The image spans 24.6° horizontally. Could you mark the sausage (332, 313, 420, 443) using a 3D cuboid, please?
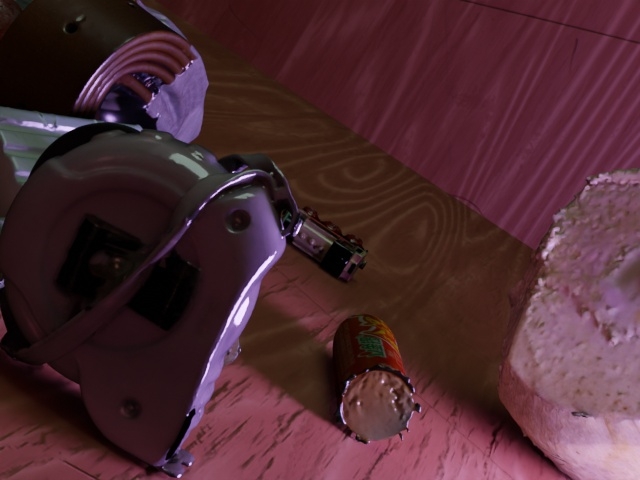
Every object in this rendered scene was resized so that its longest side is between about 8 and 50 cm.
[{"bbox_3d":[0.047,0.130,1.508,0.083,0.083,0.264,31,9,-9],"label":"sausage"}]

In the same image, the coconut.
[{"bbox_3d":[0.427,0.142,1.734,0.404,0.405,0.404,31,11,-7],"label":"coconut"}]

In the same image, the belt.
[{"bbox_3d":[-0.236,-0.161,1.596,0.122,0.217,0.338,35,1,14],"label":"belt"}]

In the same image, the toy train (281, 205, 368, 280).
[{"bbox_3d":[0.000,0.000,2.017,0.138,0.050,0.087,34,14,7],"label":"toy train"}]

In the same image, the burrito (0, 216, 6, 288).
[{"bbox_3d":[-0.257,0.009,1.236,0.074,0.044,0.118,43,14,11],"label":"burrito"}]

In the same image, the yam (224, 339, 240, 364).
[{"bbox_3d":[-0.120,0.085,1.272,0.054,0.054,0.132,37,10,24],"label":"yam"}]

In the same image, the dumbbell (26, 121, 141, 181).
[{"bbox_3d":[-0.151,-0.016,1.257,0.143,0.143,0.325,37,7,21],"label":"dumbbell"}]

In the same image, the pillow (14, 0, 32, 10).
[{"bbox_3d":[-0.391,-0.240,1.713,0.250,0.106,0.186,32,-34,-9],"label":"pillow"}]

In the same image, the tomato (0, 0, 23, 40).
[{"bbox_3d":[-0.380,-0.210,1.558,0.167,0.167,0.167,31,11,-7],"label":"tomato"}]

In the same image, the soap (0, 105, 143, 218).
[{"bbox_3d":[-0.234,-0.057,1.389,0.198,0.066,0.119,4,48,-50],"label":"soap"}]

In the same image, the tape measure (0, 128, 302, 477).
[{"bbox_3d":[-0.135,0.022,1.063,0.197,0.236,0.120,27,9,3],"label":"tape measure"}]
